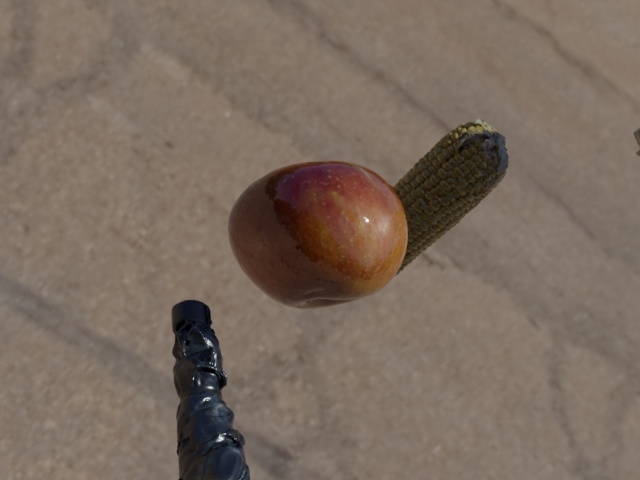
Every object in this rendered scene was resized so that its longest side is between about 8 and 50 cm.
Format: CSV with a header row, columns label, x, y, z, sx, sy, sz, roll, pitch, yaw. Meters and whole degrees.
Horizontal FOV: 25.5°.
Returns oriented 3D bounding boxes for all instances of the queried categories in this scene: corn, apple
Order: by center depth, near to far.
label,x,y,z,sx,sy,sz,roll,pitch,yaw
apple,0.000,0.000,1.599,0.201,0.201,0.162,3,66,-48
corn,0.130,-0.039,1.854,0.106,0.293,0.106,42,13,-12

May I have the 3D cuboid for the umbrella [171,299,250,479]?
label,x,y,z,sx,sy,sz,roll,pitch,yaw
umbrella,-0.109,0.159,1.337,0.071,0.080,0.224,25,41,-43

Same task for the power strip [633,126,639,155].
label,x,y,z,sx,sy,sz,roll,pitch,yaw
power strip,0.410,-0.144,1.489,0.047,0.191,0.030,-20,80,-58
